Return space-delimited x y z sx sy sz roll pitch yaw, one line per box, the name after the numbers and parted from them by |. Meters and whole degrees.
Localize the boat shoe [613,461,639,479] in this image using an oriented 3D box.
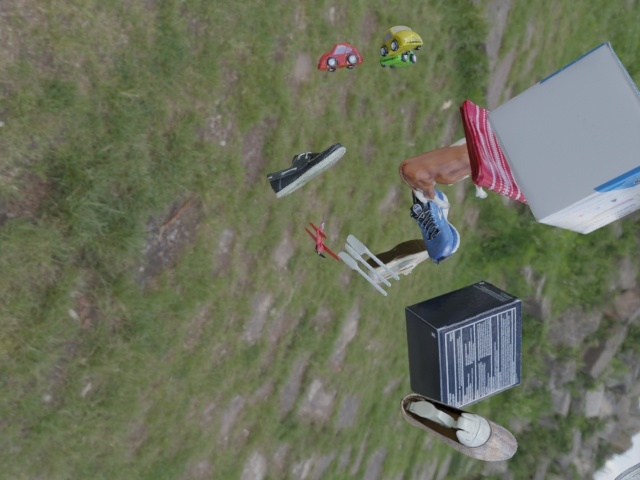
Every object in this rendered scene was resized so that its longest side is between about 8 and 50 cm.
0.660 0.490 1.256 0.100 0.035 0.035 -41 136 18 | boat shoe

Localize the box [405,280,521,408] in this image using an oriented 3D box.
0.421 0.312 1.787 0.294 0.182 0.296 -15 113 -22 | box

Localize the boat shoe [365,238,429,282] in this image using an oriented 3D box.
0.322 0.083 2.388 0.302 0.109 0.098 -21 122 -13 | boat shoe

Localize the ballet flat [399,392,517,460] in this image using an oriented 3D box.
0.338 0.471 1.543 0.108 0.316 0.106 -63 143 -24 | ballet flat

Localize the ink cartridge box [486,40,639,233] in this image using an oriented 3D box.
0.375 -0.124 0.832 0.232 0.171 0.168 5 59 -53 | ink cartridge box

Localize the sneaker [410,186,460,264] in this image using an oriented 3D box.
0.363 -0.061 2.030 0.147 0.129 0.330 28 37 -33 | sneaker

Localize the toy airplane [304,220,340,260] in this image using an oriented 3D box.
0.000 0.000 1.685 0.028 0.151 0.151 -35 139 -25 | toy airplane

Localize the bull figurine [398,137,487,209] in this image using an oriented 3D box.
0.368 -0.192 1.589 0.188 0.310 0.101 61 29 -35 | bull figurine

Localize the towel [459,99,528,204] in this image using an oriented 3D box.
0.382 -0.148 1.131 0.031 0.274 0.199 -47 -145 48 | towel

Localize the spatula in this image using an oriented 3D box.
0.175 0.093 2.223 0.019 0.242 0.168 -40 168 -36 | spatula

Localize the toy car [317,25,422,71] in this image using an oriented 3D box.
0.136 -0.406 1.295 0.225 0.239 0.053 -17 101 -55 | toy car

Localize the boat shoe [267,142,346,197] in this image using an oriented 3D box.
-0.040 -0.197 1.583 0.079 0.233 0.084 63 25 6 | boat shoe
